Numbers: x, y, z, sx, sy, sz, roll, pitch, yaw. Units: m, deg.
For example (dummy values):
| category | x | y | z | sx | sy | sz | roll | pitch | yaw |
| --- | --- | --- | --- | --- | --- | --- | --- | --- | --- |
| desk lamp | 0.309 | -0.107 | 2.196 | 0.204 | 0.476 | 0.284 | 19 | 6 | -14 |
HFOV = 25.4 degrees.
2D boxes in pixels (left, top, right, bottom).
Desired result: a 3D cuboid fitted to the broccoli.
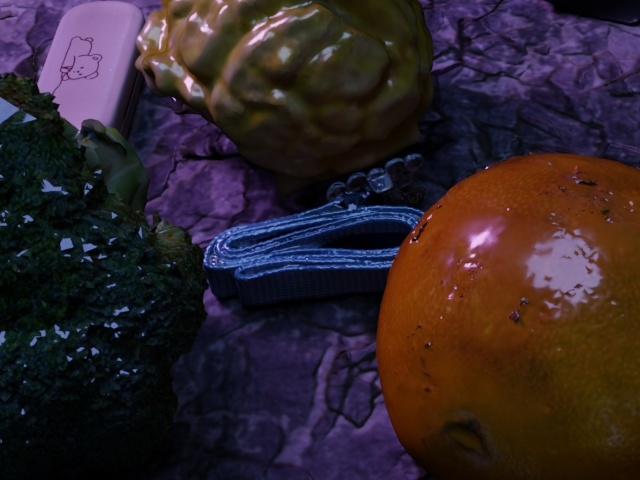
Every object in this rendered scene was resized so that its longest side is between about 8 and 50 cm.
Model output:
| category | x | y | z | sx | sy | sz | roll | pitch | yaw |
| --- | --- | --- | --- | --- | --- | --- | --- | --- | --- |
| broccoli | -0.209 | 0.013 | 0.947 | 0.308 | 0.308 | 0.275 | 14 | 45 | 21 |

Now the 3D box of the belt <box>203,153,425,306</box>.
| category | x | y | z | sx | sy | sz | roll | pitch | yaw |
| --- | --- | --- | --- | --- | --- | --- | --- | --- | --- |
| belt | -0.001 | -0.003 | 1.084 | 0.179 | 0.065 | 0.100 | -8 | 56 | -1 |

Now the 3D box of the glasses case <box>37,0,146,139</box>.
| category | x | y | z | sx | sy | sz | roll | pitch | yaw |
| --- | --- | --- | --- | --- | --- | --- | --- | --- | --- |
| glasses case | -0.203 | -0.137 | 1.248 | 0.083 | 0.050 | 0.196 | -3 | 46 | 9 |

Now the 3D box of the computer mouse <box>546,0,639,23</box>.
| category | x | y | z | sx | sy | sz | roll | pitch | yaw |
| --- | --- | --- | --- | --- | --- | --- | --- | --- | --- |
| computer mouse | 0.260 | -0.239 | 1.284 | 0.135 | 0.047 | 0.079 | 7 | 47 | 17 |

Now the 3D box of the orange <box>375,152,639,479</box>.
| category | x | y | z | sx | sy | sz | roll | pitch | yaw |
| --- | --- | --- | --- | --- | --- | --- | --- | --- | --- |
| orange | 0.152 | 0.063 | 0.878 | 0.240 | 0.240 | 0.240 | -4 | 46 | 4 |

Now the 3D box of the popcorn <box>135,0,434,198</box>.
| category | x | y | z | sx | sy | sz | roll | pitch | yaw |
| --- | --- | --- | --- | --- | --- | --- | --- | --- | --- |
| popcorn | -0.027 | -0.153 | 1.131 | 0.225 | 0.249 | 0.249 | -40 | 46 | 13 |
